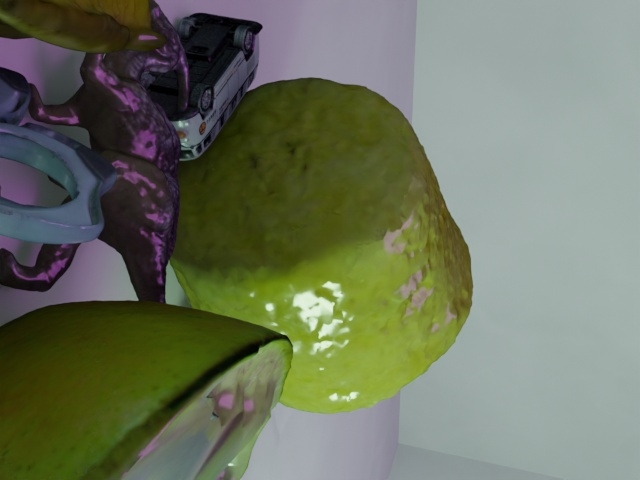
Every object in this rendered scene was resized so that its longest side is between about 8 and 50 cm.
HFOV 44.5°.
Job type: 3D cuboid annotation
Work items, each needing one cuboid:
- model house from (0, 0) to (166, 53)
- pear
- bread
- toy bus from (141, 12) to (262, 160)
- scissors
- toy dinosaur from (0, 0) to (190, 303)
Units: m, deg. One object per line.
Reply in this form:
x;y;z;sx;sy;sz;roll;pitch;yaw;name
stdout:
-0.180;-0.228;0.410;0.193;0.174;0.234;-24;124;-72;model house
-0.188;0.179;0.546;0.399;0.165;0.399;-53;166;-19;pear
0.000;0.000;0.920;0.308;0.348;0.348;71;30;-52;bread
-0.130;-0.161;0.822;0.089;0.087;0.194;89;18;-45;toy bus
-0.256;-0.054;0.354;0.029;0.191;0.360;-54;160;23;scissors
-0.170;-0.069;0.656;0.162;0.077;0.294;10;89;-52;toy dinosaur
